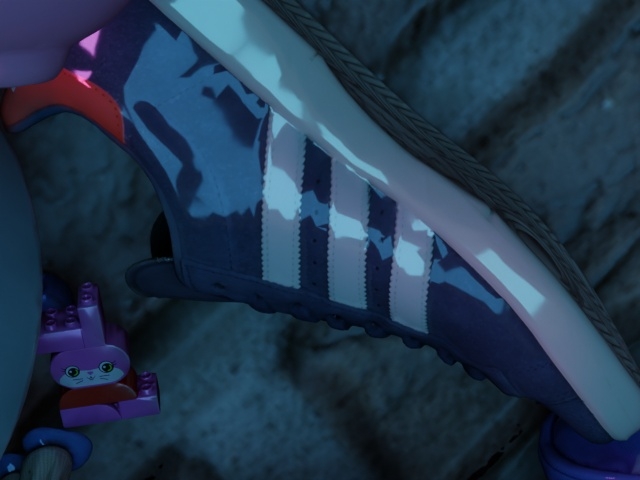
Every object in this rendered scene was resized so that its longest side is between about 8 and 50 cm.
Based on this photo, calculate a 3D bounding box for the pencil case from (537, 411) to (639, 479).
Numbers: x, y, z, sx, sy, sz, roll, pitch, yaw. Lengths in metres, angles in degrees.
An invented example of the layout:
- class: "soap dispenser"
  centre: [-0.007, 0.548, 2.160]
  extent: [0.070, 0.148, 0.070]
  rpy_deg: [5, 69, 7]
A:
- class: "pencil case"
  centre: [0.206, 0.223, 0.809]
  extent: [0.133, 0.119, 0.306]
  rpy_deg: [-10, 109, 16]

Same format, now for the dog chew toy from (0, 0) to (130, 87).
- class: "dog chew toy"
  centre: [-0.130, -0.220, 0.535]
  extent: [0.206, 0.206, 0.332]
  rpy_deg: [-4, 101, -3]

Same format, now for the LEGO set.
- class: "LEGO set"
  centre: [-0.198, 0.038, 0.734]
  extent: [0.227, 0.087, 0.093]
  rpy_deg: [-8, 123, -2]

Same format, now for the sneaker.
- class: "sneaker"
  centre: [0.000, 0.000, 0.728]
  extent: [0.350, 0.131, 0.148]
  rpy_deg: [42, 103, -7]

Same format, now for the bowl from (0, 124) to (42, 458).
- class: "bowl"
  centre: [-0.285, 0.016, 0.601]
  extent: [0.311, 0.163, 0.312]
  rpy_deg: [-4, 73, 12]

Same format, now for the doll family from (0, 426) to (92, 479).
- class: "doll family"
  centre: [-0.204, 0.201, 0.703]
  extent: [0.118, 0.163, 0.263]
  rpy_deg: [22, 127, -26]
